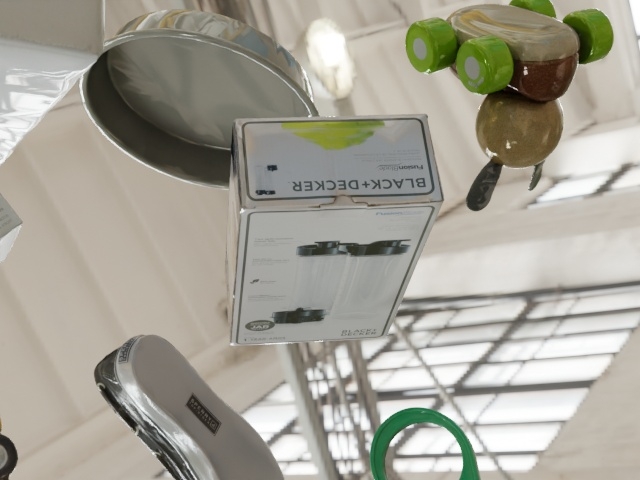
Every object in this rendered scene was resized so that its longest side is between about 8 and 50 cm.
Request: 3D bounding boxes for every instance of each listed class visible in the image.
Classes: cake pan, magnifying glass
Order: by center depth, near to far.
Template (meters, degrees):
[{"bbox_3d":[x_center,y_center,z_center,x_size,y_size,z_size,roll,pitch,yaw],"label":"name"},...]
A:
[{"bbox_3d":[0.128,0.245,0.930,0.231,0.092,0.026,52,-179,27],"label":"magnifying glass"},{"bbox_3d":[-0.135,-0.163,1.259,0.293,0.293,0.054,44,-133,-41],"label":"cake pan"}]

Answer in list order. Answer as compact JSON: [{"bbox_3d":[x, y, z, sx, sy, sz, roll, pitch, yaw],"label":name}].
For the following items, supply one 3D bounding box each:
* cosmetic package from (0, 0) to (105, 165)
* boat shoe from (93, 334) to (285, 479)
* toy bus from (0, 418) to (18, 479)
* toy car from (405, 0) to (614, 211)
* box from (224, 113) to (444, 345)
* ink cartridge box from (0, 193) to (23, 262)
[{"bbox_3d":[-0.306,-0.261,0.572,0.329,0.327,0.394,6,-100,-26],"label":"cosmetic package"},{"bbox_3d":[-0.068,0.110,0.586,0.142,0.040,0.049,55,-141,-15],"label":"boat shoe"},{"bbox_3d":[-0.398,0.180,1.112,0.130,0.108,0.333,-8,-107,-27],"label":"toy bus"},{"bbox_3d":[0.181,-0.127,1.041,0.155,0.149,0.189,-19,-59,-28],"label":"toy car"},{"bbox_3d":[0.000,0.000,0.984,0.290,0.169,0.087,101,164,-62],"label":"box"},{"bbox_3d":[-0.392,-0.035,1.011,0.128,0.127,0.176,-39,-90,-28],"label":"ink cartridge box"}]
